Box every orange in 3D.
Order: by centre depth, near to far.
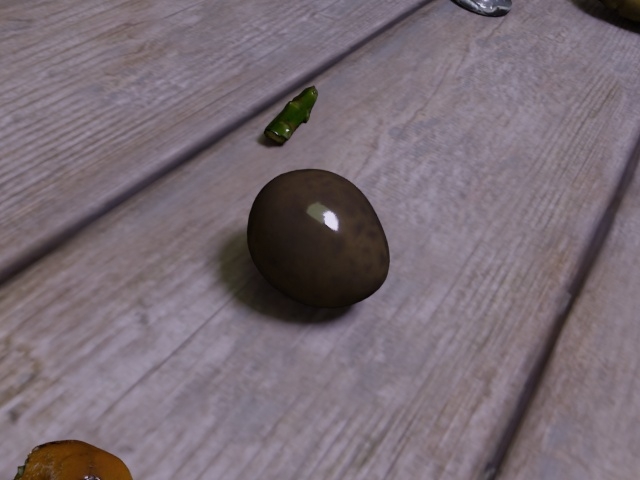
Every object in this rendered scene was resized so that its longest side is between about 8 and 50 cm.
[{"bbox_3d":[-0.121,0.139,0.337,0.086,0.062,0.086,-23,33,16],"label":"orange"}]

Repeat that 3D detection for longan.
[{"bbox_3d":[0.000,0.000,0.516,0.113,0.092,0.113,38,1,-1],"label":"longan"}]

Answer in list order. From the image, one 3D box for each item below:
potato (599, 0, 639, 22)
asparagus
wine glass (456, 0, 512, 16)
[{"bbox_3d":[0.548,-0.391,1.103,0.296,0.141,0.191,-1,41,-17],"label":"potato"},{"bbox_3d":[-0.025,-0.120,0.691,0.025,0.021,0.108,27,41,4],"label":"asparagus"},{"bbox_3d":[0.252,-0.412,0.975,0.111,0.204,0.111,12,43,-12],"label":"wine glass"}]
